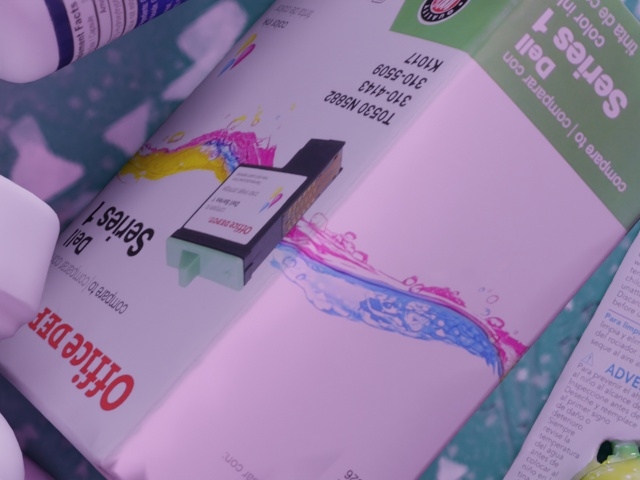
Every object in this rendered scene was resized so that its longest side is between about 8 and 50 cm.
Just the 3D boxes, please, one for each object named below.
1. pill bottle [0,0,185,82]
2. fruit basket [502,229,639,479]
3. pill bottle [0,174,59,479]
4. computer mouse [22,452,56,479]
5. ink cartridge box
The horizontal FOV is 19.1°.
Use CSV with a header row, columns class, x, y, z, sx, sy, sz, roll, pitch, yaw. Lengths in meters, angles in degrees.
class,x,y,z,sx,sy,sz,roll,pitch,yaw
pill bottle,-0.115,-0.131,0.786,0.186,0.112,0.112,-30,113,-17
fruit basket,0.235,0.165,0.931,0.353,0.327,0.165,-58,145,-8
pill bottle,-0.232,0.138,0.708,0.210,0.210,0.363,22,77,-28
computer mouse,-0.123,0.147,0.863,0.193,0.042,0.106,44,39,-25
ink cartridge box,0.000,0.000,0.821,0.278,0.201,0.117,-48,116,-8
